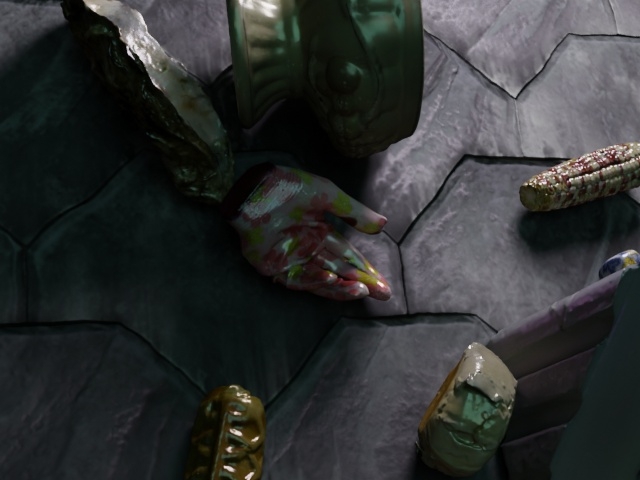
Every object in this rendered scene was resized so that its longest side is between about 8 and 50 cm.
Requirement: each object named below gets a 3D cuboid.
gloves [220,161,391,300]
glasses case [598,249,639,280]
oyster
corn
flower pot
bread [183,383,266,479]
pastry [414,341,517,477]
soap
[{"bbox_3d":[-0.009,0.003,1.133,0.241,0.126,0.145,43,50,-27],"label":"gloves"},{"bbox_3d":[0.479,0.132,1.239,0.065,0.087,0.248,-20,70,-20],"label":"glasses case"},{"bbox_3d":[-0.234,-0.196,1.128,0.111,0.204,0.396,-39,76,8],"label":"oyster"},{"bbox_3d":[0.408,-0.093,1.332,0.237,0.079,0.080,-19,72,-24],"label":"corn"},{"bbox_3d":[-0.002,-0.261,1.175,0.244,0.307,0.308,-6,66,-2],"label":"flower pot"},{"bbox_3d":[-0.121,0.334,0.951,0.077,0.084,0.368,41,47,-44],"label":"bread"},{"bbox_3d":[0.182,0.210,1.069,0.088,0.166,0.166,29,60,4],"label":"pastry"},{"bbox_3d":[0.352,0.198,1.051,0.158,0.302,0.258,9,62,-22],"label":"soap"}]
